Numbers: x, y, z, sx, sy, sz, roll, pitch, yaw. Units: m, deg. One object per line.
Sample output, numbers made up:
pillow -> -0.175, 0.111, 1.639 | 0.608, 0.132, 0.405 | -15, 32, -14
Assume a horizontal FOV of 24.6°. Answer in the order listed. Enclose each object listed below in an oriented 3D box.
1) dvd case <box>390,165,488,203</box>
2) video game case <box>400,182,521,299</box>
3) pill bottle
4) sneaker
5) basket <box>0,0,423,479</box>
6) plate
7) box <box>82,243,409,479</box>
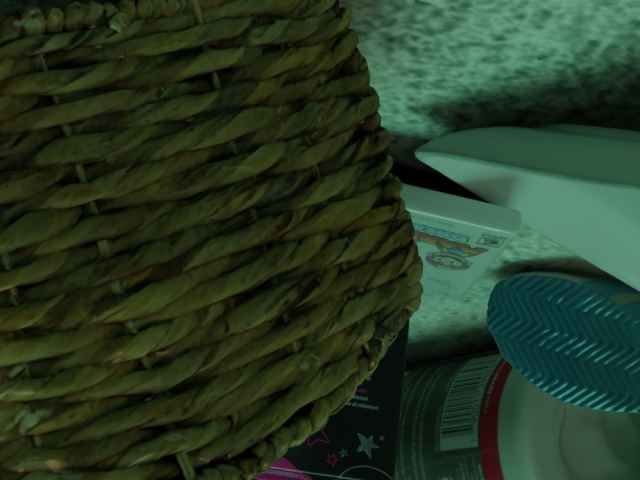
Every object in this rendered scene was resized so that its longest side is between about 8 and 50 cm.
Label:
dvd case -> 0.000, 0.000, 0.995 | 0.180, 0.022, 0.253 | 11, 160, -13
video game case -> 0.028, -0.005, 0.895 | 0.157, 0.019, 0.143 | 12, 161, -5
pill bottle -> 0.110, 0.190, 1.256 | 0.176, 0.176, 0.318 | 22, 154, -37
sneaker -> 0.230, 0.073, 1.033 | 0.228, 0.087, 0.092 | 15, -164, 14
basket -> -0.128, 0.017, 0.658 | 0.223, 0.214, 0.299 | -13, -175, 41
plate -> 0.235, -0.001, 0.806 | 0.278, 0.045, 0.277 | 13, 169, 46
box -> -0.076, 0.100, 1.054 | 0.247, 0.142, 0.163 | 11, 161, -9
